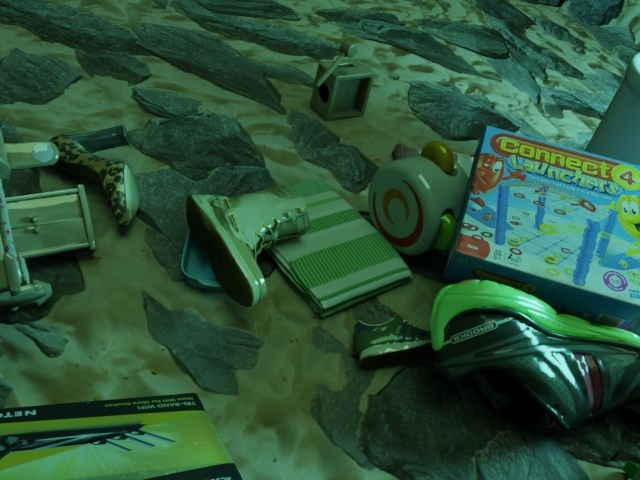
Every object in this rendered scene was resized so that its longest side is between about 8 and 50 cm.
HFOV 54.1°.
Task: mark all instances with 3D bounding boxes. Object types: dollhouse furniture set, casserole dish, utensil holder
[{"bbox_3d":[-0.411,-0.065,0.910,0.174,0.355,0.303,-12,85,-28],"label":"dollhouse furniture set"},{"bbox_3d":[-0.188,0.027,1.131,0.114,0.037,0.188,8,39,-8],"label":"casserole dish"},{"bbox_3d":[0.749,-0.165,1.383,0.328,0.385,0.327,10,39,-8],"label":"utensil holder"}]

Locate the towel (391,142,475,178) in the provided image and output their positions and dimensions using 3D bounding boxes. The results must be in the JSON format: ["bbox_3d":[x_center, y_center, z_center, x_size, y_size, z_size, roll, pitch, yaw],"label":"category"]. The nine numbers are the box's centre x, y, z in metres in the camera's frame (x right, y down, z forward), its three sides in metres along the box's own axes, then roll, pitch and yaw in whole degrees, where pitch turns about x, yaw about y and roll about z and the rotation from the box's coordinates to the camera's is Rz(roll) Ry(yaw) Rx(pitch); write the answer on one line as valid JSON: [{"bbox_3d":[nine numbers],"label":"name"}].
[{"bbox_3d":[0.347,-0.139,1.497,0.329,0.037,0.237,5,41,-13],"label":"towel"}]

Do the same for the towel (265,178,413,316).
[{"bbox_3d":[0.000,0.000,1.225,0.248,0.038,0.325,-18,49,-34],"label":"towel"}]

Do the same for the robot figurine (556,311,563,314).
[{"bbox_3d":[0.454,0.045,1.204,0.278,0.209,0.173,21,71,7],"label":"robot figurine"}]

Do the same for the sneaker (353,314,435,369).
[{"bbox_3d":[0.145,0.159,1.058,0.192,0.064,0.086,-4,48,-17],"label":"sneaker"}]

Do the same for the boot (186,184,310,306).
[{"bbox_3d":[-0.100,-0.004,1.097,0.203,0.095,0.262,-11,42,-29],"label":"boot"}]

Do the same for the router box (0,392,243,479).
[{"bbox_3d":[-0.259,0.268,0.689,0.309,0.081,0.243,1,14,-27],"label":"router box"}]

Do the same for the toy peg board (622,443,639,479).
[{"bbox_3d":[0.550,0.334,0.930,0.161,0.161,0.079,26,10,0],"label":"toy peg board"}]

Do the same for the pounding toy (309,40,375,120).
[{"bbox_3d":[0.039,-0.419,1.592,0.181,0.206,0.094,-16,48,-32],"label":"pounding toy"}]

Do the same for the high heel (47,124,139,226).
[{"bbox_3d":[-0.448,-0.107,1.191,0.186,0.093,0.261,-15,54,-7],"label":"high heel"}]

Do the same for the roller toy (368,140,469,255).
[{"bbox_3d":[0.203,-0.078,1.254,0.146,0.191,0.209,-18,90,-33],"label":"roller toy"}]

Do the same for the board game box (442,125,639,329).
[{"bbox_3d":[0.402,-0.032,1.097,0.308,0.086,0.302,16,57,8],"label":"board game box"}]

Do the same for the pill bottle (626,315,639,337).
[{"bbox_3d":[0.744,0.179,1.137,0.323,0.181,0.181,23,40,9],"label":"pill bottle"}]

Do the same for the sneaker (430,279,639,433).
[{"bbox_3d":[0.385,0.221,1.015,0.483,0.185,0.202,20,77,-8],"label":"sneaker"}]
